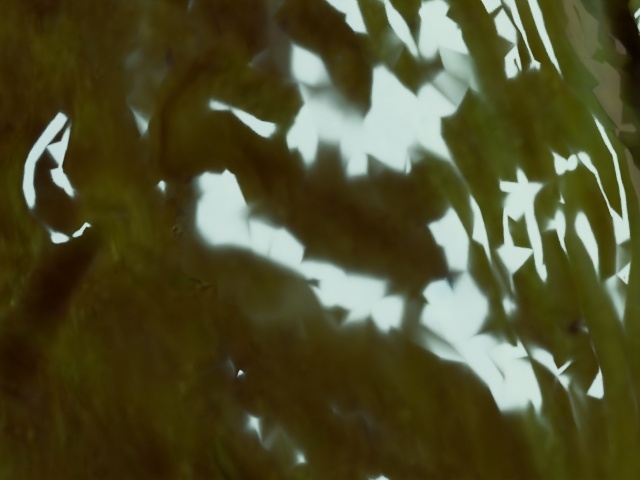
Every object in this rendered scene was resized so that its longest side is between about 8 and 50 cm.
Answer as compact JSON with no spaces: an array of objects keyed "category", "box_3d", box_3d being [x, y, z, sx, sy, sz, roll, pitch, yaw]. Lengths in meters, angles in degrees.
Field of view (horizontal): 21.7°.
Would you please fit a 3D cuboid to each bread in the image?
[{"category":"bread","box_3d":[0.000,0.000,0.486,0.167,0.324,0.277,-2,68,-54]}]
